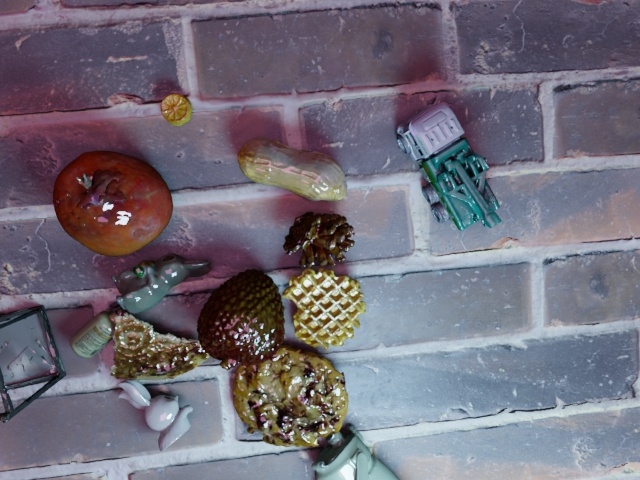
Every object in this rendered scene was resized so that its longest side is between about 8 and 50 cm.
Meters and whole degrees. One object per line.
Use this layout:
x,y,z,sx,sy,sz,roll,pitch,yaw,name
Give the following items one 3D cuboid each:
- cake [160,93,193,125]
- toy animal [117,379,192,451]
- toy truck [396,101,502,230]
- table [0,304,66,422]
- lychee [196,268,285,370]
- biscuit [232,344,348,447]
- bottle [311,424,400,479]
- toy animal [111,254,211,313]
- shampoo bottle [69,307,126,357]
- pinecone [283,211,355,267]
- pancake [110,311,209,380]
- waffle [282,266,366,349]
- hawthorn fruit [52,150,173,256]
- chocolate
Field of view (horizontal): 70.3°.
-0.388,-0.354,1.228,0.084,0.044,0.084,0,94,-3,cake
-0.458,0.460,1.274,0.130,0.104,0.221,-38,81,-28,toy animal
0.356,-0.193,1.227,0.176,0.178,0.364,-31,94,0,toy truck
-0.902,0.333,1.144,0.334,0.272,0.222,-14,96,-2,table
-0.201,0.209,1.203,0.235,0.236,0.271,18,72,-5,lychee
-0.089,0.445,1.279,0.333,0.081,0.290,5,90,8,biscuit
0.113,0.706,1.275,0.229,0.229,0.352,-37,91,0,bottle
-0.429,0.100,1.245,0.251,0.127,0.125,-25,85,-15,toy animal
-0.602,0.245,1.251,0.162,0.079,0.079,-41,96,0,shampoo bottle
-0.001,-0.004,1.221,0.195,0.179,0.150,-5,96,-25,pinecone
-0.468,0.288,1.258,0.266,0.057,0.245,-25,109,-4,pancake
0.004,0.197,1.271,0.248,0.056,0.253,14,111,-15,waffle
-0.526,-0.103,1.119,0.275,0.307,0.276,0,82,0,hawthorn fruit
-0.071,-0.190,1.222,0.309,0.134,0.134,19,94,-3,chocolate
